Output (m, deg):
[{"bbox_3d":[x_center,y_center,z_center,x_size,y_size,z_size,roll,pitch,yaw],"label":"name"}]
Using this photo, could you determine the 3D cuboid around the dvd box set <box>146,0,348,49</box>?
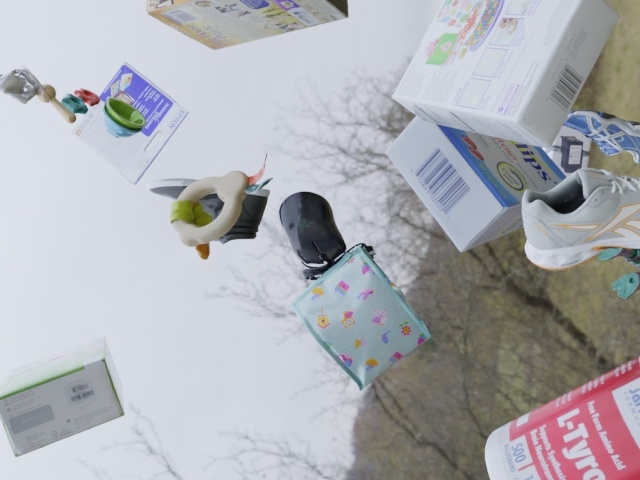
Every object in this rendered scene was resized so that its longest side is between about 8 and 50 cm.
[{"bbox_3d":[-0.180,-0.594,2.021,0.307,0.420,0.062,13,-107,-61],"label":"dvd box set"}]

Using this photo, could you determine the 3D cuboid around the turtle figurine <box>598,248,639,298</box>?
[{"bbox_3d":[0.624,0.056,1.470,0.118,0.234,0.175,-62,36,30],"label":"turtle figurine"}]

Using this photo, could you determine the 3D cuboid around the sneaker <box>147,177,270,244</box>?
[{"bbox_3d":[-0.274,-0.069,1.906,0.104,0.295,0.147,-44,-39,-87],"label":"sneaker"}]

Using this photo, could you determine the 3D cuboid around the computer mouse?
[{"bbox_3d":[0.000,0.000,1.821,0.072,0.188,0.272,-96,-20,-46],"label":"computer mouse"}]

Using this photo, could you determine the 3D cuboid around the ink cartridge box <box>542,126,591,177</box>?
[{"bbox_3d":[0.617,-0.195,2.062,0.172,0.100,0.237,110,171,-83],"label":"ink cartridge box"}]

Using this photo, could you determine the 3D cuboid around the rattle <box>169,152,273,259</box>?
[{"bbox_3d":[-0.145,-0.048,1.366,0.143,0.199,0.130,57,178,-36],"label":"rattle"}]

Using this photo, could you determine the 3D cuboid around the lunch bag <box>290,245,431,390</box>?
[{"bbox_3d":[0.087,0.171,1.842,0.223,0.262,0.160,-39,9,5],"label":"lunch bag"}]

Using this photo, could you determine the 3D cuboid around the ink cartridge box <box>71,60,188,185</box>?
[{"bbox_3d":[-0.422,-0.259,1.793,0.206,0.208,0.045,-52,-15,3],"label":"ink cartridge box"}]

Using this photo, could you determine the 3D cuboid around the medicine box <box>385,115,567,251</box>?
[{"bbox_3d":[0.328,-0.147,1.647,0.289,0.263,0.149,-18,-24,-46],"label":"medicine box"}]

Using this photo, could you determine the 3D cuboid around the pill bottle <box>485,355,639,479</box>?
[{"bbox_3d":[0.478,0.311,1.213,0.229,0.407,0.229,44,-156,-26],"label":"pill bottle"}]

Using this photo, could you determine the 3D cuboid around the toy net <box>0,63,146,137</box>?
[{"bbox_3d":[-0.381,-0.224,1.212,0.045,0.232,0.122,-51,40,24],"label":"toy net"}]

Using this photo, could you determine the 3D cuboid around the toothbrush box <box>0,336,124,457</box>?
[{"bbox_3d":[-0.504,0.296,1.571,0.283,0.206,0.122,-176,68,-76],"label":"toothbrush box"}]

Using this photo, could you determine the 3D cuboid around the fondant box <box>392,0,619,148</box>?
[{"bbox_3d":[0.296,-0.304,1.340,0.330,0.096,0.238,28,90,55],"label":"fondant box"}]

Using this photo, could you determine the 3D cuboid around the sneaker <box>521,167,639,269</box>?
[{"bbox_3d":[0.392,-0.051,1.054,0.099,0.262,0.121,-95,-17,-55],"label":"sneaker"}]

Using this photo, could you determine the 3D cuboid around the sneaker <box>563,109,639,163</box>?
[{"bbox_3d":[0.609,-0.226,1.703,0.080,0.211,0.081,-24,-49,-76],"label":"sneaker"}]

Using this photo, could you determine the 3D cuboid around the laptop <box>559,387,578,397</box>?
[{"bbox_3d":[0.643,0.323,1.749,0.137,0.234,0.264,64,-167,1],"label":"laptop"}]
